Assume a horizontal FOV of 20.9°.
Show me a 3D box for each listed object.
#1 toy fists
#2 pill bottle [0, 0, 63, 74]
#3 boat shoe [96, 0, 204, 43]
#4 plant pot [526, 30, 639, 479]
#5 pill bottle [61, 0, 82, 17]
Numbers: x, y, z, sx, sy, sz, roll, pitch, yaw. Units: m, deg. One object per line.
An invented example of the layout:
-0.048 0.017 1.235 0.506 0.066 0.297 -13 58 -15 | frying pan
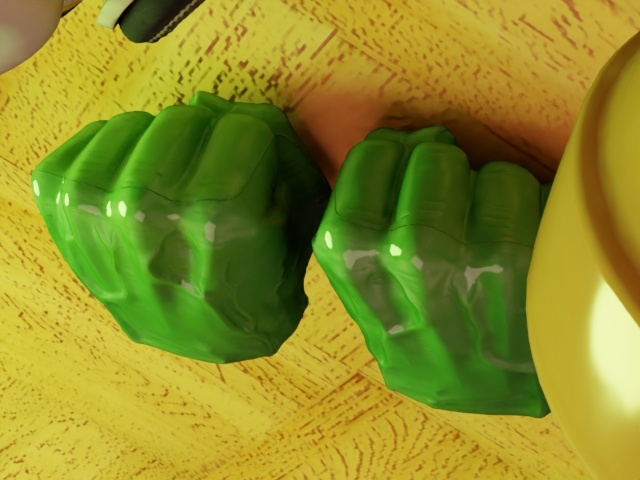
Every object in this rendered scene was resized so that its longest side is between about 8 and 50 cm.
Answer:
0.000 0.000 0.818 0.279 0.096 0.142 11 155 18 | toy fists
-0.169 -0.176 0.502 0.153 0.264 0.153 -11 175 -1 | pill bottle
-0.010 -0.124 0.651 0.079 0.084 0.233 38 143 -19 | boat shoe
0.216 -0.038 0.475 0.291 0.291 0.203 17 130 13 | plant pot
-0.086 -0.156 0.609 0.103 0.103 0.184 36 141 -18 | pill bottle
